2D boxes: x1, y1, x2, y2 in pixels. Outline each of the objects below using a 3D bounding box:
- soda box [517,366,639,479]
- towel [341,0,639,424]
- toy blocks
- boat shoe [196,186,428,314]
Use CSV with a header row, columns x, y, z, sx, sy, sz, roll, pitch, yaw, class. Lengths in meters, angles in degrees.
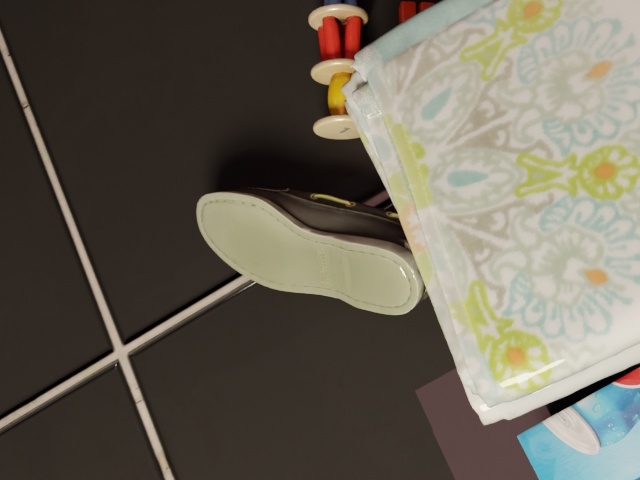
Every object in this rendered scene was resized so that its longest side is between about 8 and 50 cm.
x,y,z,sx,sy,sz,roll,pitch,yaw,class
0.255,0.126,1.049,0.210,0.067,0.071,-32,67,14,soda box
0.220,-0.079,1.033,0.374,0.090,0.321,-28,61,15,towel
0.049,-0.168,1.216,0.123,0.054,0.148,-8,75,23,toy blocks
0.000,0.000,1.194,0.227,0.068,0.081,19,126,30,boat shoe
